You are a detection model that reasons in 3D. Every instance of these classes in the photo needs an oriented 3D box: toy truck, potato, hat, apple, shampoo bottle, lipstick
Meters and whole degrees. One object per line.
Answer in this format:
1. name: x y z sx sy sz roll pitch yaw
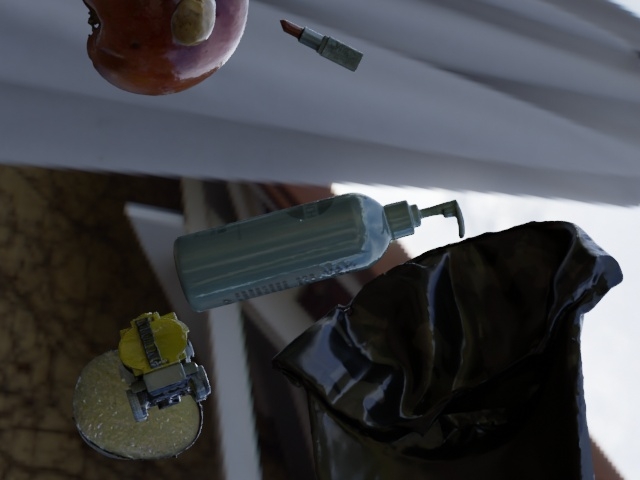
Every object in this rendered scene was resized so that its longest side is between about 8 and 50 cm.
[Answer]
1. toy truck: -0.194 0.149 1.626 0.227 0.098 0.114 129 -57 -78
2. potato: -0.166 -0.297 1.796 0.068 0.062 0.083 -13 -152 36
3. hat: 0.157 0.187 1.355 0.366 0.257 0.381 -14 -92 27
4. potato: -0.292 0.275 2.129 0.117 0.202 0.182 115 -19 -59
5. apple: -0.236 -0.370 2.023 0.293 0.251 0.163 67 -19 -9
6. shampoo bottle: 0.000 0.000 0.921 0.056 0.195 0.056 -15 90 -87
7. lipstick: -0.002 -0.285 1.946 0.030 0.129 0.030 -63 -172 5
